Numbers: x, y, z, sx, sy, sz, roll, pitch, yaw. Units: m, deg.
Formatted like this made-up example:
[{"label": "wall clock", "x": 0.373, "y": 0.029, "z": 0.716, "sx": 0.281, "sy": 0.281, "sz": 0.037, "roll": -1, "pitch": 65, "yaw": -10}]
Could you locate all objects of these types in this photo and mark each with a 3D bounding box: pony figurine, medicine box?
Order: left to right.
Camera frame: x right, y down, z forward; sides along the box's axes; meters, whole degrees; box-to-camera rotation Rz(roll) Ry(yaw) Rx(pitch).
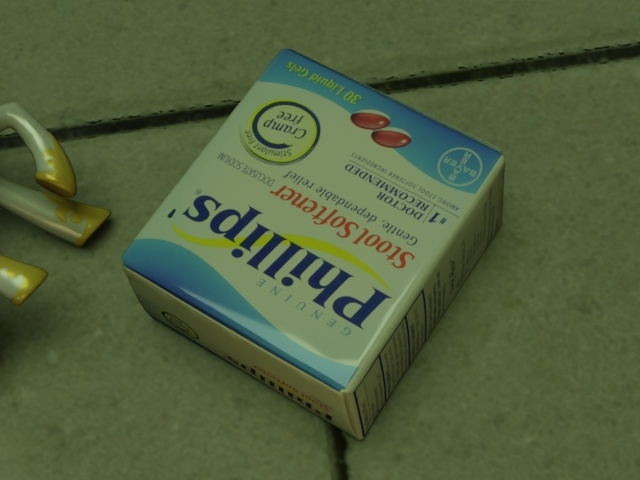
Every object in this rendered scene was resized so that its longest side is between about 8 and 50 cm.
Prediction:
[{"label": "pony figurine", "x": -0.435, "y": -0.051, "z": 1.274, "sx": 0.363, "sy": 0.303, "sz": 0.351, "roll": 43, "pitch": 65, "yaw": -6}, {"label": "medicine box", "x": 0.000, "y": 0.000, "z": 1.282, "sx": 0.263, "sy": 0.149, "sz": 0.289, "roll": 28, "pitch": 69, "yaw": 18}]
